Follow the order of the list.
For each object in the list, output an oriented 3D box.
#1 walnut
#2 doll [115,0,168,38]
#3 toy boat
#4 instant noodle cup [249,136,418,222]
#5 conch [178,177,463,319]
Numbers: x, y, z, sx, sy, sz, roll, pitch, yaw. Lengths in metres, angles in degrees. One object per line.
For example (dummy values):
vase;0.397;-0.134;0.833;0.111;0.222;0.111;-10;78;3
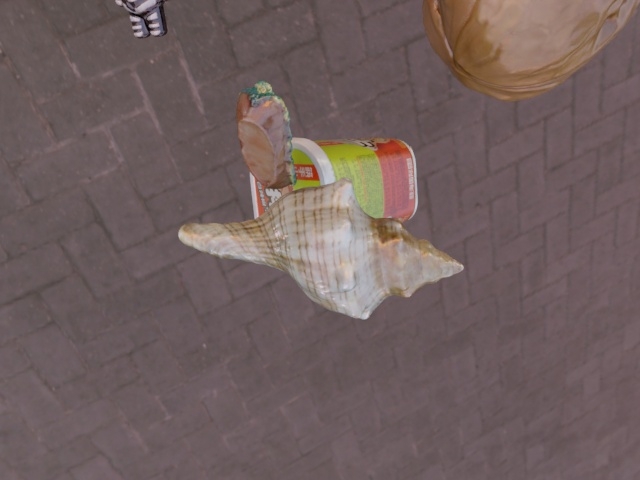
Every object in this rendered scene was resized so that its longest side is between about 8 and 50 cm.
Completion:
walnut;0.335;-0.413;1.101;0.308;0.354;0.398;39;93;-5
doll;-0.259;-0.398;1.007;0.067;0.091;0.219;-44;130;-55
toy boat;-0.092;-0.161;1.323;0.293;0.108;0.099;76;36;-58
instant noodle cup;0.043;-0.113;1.600;0.307;0.294;0.294;-17;133;-39
conch;0.005;-0.010;0.992;0.386;0.203;0.170;21;130;0
